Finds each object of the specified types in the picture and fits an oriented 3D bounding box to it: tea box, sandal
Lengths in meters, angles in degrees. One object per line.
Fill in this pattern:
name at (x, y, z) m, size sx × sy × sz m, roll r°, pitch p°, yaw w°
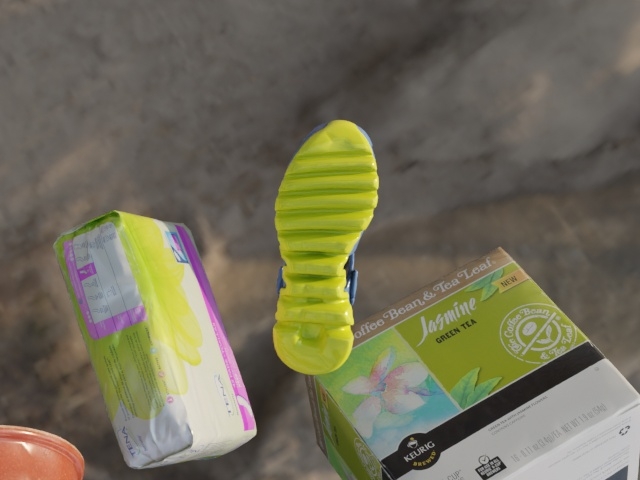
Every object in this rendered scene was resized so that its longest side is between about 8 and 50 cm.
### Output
tea box at (0.197, 0.241, 2.013) m, size 0.329 × 0.323 × 0.220 m, roll -28°, pitch 140°, yaw -16°
sandal at (0.000, 0.000, 1.905) m, size 0.138 × 0.126 × 0.317 m, roll -81°, pitch -177°, yaw -74°

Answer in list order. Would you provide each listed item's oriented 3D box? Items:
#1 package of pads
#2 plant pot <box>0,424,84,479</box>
package of pads at (-0.190, 0.117, 1.795) m, size 0.101 × 0.296 × 0.229 m, roll -23°, pitch 170°, yaw 15°
plant pot at (-0.337, 0.353, 1.426) m, size 0.272 × 0.265 × 0.272 m, roll -11°, pitch 150°, yaw -7°
